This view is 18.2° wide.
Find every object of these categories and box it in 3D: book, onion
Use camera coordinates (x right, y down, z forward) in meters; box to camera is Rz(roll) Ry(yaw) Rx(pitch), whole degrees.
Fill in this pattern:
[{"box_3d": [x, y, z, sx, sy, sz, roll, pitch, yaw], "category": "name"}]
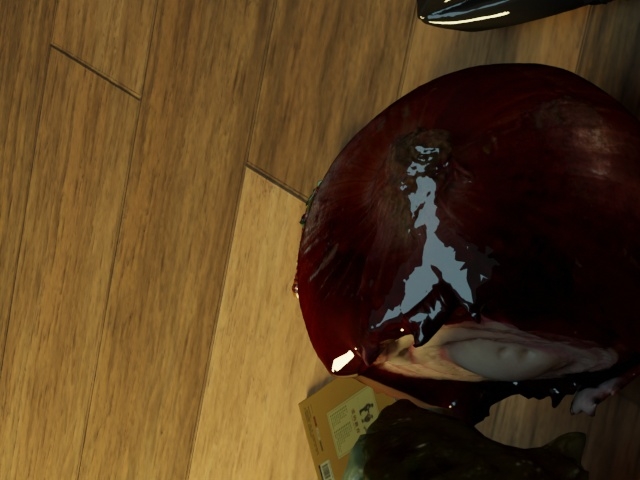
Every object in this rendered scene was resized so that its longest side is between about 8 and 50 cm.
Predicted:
[{"box_3d": [0.037, 0.198, 2.139, 0.172, 0.012, 0.118, -38, 61, 48], "category": "book"}, {"box_3d": [0.157, -0.001, 1.723, 0.341, 0.341, 0.341, 3, 94, 54], "category": "onion"}]

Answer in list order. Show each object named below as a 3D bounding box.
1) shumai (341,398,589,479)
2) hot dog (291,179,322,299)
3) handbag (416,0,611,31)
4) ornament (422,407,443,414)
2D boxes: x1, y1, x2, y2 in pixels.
[{"box_3d": [0.119, 0.300, 1.700, 0.397, 0.324, 0.323, -98, 10, -60], "category": "shumai"}, {"box_3d": [-0.002, 0.000, 2.159, 0.062, 0.038, 0.144, 46, 127, 53], "category": "hot dog"}, {"box_3d": [0.188, -0.345, 1.832, 0.257, 0.113, 0.285, -5, 87, 47], "category": "handbag"}, {"box_3d": [0.096, 0.187, 2.003, 0.075, 0.081, 0.156, 28, 109, 55], "category": "ornament"}]
